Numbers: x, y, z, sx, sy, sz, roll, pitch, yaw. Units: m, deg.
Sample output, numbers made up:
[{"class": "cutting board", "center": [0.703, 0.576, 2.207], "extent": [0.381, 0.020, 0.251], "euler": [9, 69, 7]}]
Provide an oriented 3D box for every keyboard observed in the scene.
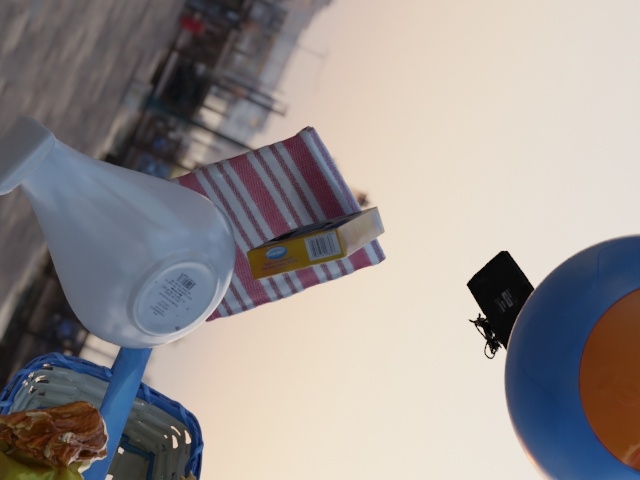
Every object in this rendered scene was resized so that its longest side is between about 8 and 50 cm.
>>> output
[{"class": "keyboard", "center": [0.242, 0.094, 2.069], "extent": [0.100, 0.038, 0.192], "euler": [-41, -151, 10]}]

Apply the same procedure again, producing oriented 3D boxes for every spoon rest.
[{"class": "spoon rest", "center": [-0.155, -0.010, 1.169], "extent": [0.137, 0.084, 0.276], "euler": [-43, 142, -1]}]

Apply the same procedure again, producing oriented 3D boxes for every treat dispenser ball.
[{"class": "treat dispenser ball", "center": [0.324, 0.136, 1.564], "extent": [0.288, 0.288, 0.288], "euler": [-156, -90, -85]}]

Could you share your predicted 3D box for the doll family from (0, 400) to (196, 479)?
[{"class": "doll family", "center": [-0.142, 0.183, 0.915], "extent": [0.163, 0.263, 0.118], "euler": [-37, 162, -38]}]

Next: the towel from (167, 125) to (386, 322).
[{"class": "towel", "center": [-0.057, -0.013, 1.416], "extent": [0.197, 0.144, 0.029], "euler": [-19, -154, 22]}]

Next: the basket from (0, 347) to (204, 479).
[{"class": "basket", "center": [-0.209, 0.214, 1.401], "extent": [0.289, 0.201, 0.255], "euler": [118, -7, -68]}]

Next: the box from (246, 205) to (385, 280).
[{"class": "box", "center": [0.000, 0.000, 1.315], "extent": [0.136, 0.081, 0.028], "euler": [-35, 109, -70]}]
